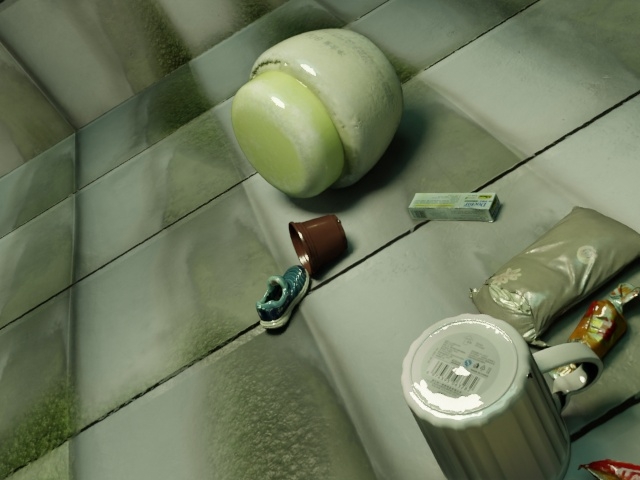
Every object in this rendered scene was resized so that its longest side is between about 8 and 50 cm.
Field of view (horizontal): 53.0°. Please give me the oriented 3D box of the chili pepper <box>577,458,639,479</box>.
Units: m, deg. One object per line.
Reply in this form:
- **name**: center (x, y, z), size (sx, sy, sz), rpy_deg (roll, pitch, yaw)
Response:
- **chili pepper**: center (0.403, 0.279, 0.660), size (0.050, 0.059, 0.267), rpy_deg (-11, 15, -43)

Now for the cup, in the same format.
- **cup**: center (0.211, 0.183, 0.772), size (0.166, 0.202, 0.221), rpy_deg (21, 62, 44)

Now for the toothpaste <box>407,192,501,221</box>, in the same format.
- **toothpaste**: center (0.239, -0.061, 1.168), size (0.164, 0.034, 0.046), rpy_deg (3, 49, 37)

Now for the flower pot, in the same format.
- **flower pot**: center (0.000, 0.000, 1.225), size (0.089, 0.111, 0.111), rpy_deg (-22, 35, -12)

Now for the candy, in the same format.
- **candy**: center (0.372, 0.117, 0.862), size (0.182, 0.046, 0.053), rpy_deg (-45, 37, -14)

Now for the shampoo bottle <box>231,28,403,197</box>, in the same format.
- **shampoo bottle**: center (0.000, -0.269, 1.335), size (0.317, 0.323, 0.322), rpy_deg (-43, 38, -24)

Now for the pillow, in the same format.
- **pillow**: center (0.349, 0.040, 0.958), size (0.255, 0.059, 0.169), rpy_deg (-38, 34, -7)

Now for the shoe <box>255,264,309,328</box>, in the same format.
- **shoe**: center (-0.073, 0.095, 1.182), size (0.063, 0.071, 0.143), rpy_deg (3, 44, 36)
